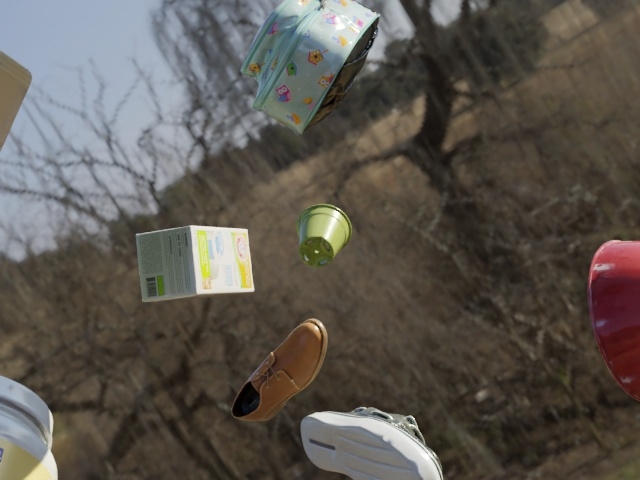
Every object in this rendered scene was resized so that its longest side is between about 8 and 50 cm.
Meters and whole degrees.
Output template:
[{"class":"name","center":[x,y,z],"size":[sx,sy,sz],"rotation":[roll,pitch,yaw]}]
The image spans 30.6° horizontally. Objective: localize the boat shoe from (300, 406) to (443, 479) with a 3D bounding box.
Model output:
[{"class":"boat shoe","center":[0.091,0.290,1.681],"size":[0.119,0.121,0.335],"rotation":[-17,14,-26]}]

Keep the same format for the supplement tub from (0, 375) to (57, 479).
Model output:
[{"class":"supplement tub","center":[-0.446,0.344,1.386],"size":[0.241,0.241,0.331],"rotation":[-31,39,30]}]

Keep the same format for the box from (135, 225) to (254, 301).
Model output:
[{"class":"box","center":[-0.203,0.039,1.925],"size":[0.103,0.114,0.203],"rotation":[-8,-5,23]}]

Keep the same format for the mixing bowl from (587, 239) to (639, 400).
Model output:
[{"class":"mixing bowl","center":[0.372,0.074,1.229],"size":[0.098,0.181,0.181],"rotation":[-21,8,41]}]

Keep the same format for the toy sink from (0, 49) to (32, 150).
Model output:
[{"class":"toy sink","center":[-0.345,-0.122,0.841],"size":[0.131,0.153,0.234],"rotation":[-68,-16,-6]}]

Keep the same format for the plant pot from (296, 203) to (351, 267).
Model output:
[{"class":"plant pot","center":[0.000,0.000,1.710],"size":[0.083,0.083,0.079],"rotation":[-31,17,20]}]

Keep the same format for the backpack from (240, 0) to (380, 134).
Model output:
[{"class":"backpack","center":[-0.017,-0.233,1.501],"size":[0.166,0.144,0.188],"rotation":[-54,11,34]}]

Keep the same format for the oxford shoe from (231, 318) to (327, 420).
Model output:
[{"class":"oxford shoe","center":[-0.064,0.207,1.809],"size":[0.076,0.076,0.212],"rotation":[0,-49,-55]}]
